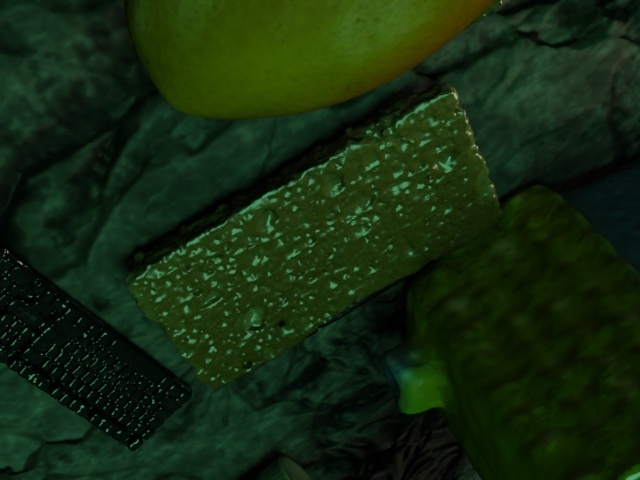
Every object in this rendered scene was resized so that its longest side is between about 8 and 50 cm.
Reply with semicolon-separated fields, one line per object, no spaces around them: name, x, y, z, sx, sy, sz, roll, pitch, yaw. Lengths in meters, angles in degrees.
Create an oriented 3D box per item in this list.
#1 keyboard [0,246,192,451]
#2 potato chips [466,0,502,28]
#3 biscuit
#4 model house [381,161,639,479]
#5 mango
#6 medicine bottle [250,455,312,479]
keyboard;-0.155;0.071;0.712;0.060;0.018;0.195;-40;134;4
potato chips;0.099;-0.190;0.617;0.092;0.028;0.207;19;118;-38
biscuit;0.000;0.000;0.724;0.231;0.025;0.131;-30;133;-1
model house;0.208;0.084;0.756;0.303;0.237;0.215;-20;129;-10
mango;0.011;-0.160;0.522;0.187;0.138;0.257;16;113;-22
medicine bottle;-0.045;0.202;0.854;0.083;0.047;0.047;-42;133;9
